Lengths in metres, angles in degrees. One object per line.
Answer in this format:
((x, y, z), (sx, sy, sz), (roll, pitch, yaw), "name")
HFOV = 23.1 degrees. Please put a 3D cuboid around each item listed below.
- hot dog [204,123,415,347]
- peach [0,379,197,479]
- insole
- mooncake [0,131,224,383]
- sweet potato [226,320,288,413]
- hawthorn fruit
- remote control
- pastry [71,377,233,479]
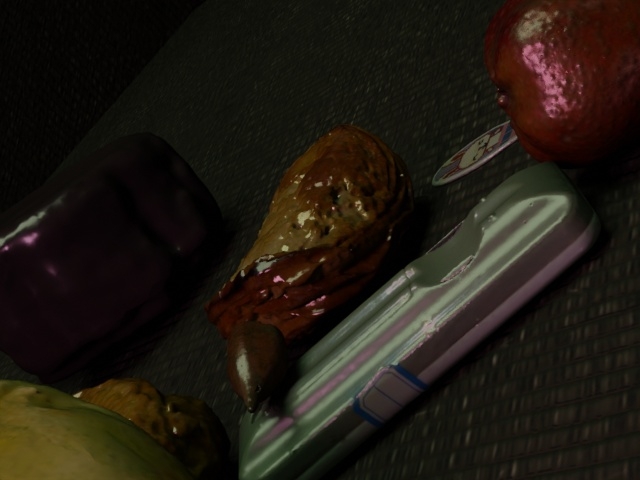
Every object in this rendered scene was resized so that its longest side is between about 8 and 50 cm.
((0.001, 0.003, 1.441), (0.175, 0.114, 0.259), (-37, 15, 39), "hot dog")
((-0.199, 0.253, 0.942), (0.316, 0.314, 0.281), (-4, 11, 21), "peach")
((0.174, -0.099, 1.461), (0.197, 0.004, 0.065), (-32, 20, 39), "insole")
((-0.298, 0.019, 1.945), (0.350, 0.212, 0.381), (-40, 13, -3), "mooncake")
((-0.049, 0.100, 1.192), (0.049, 0.049, 0.117), (-39, 19, 17), "sweet potato")
((0.234, -0.147, 1.221), (0.203, 0.162, 0.162), (-24, 18, 5), "hawthorn fruit")
((0.065, 0.067, 1.197), (0.335, 0.065, 0.128), (-42, 13, 10), "remote control")
((-0.176, 0.223, 1.287), (0.240, 0.132, 0.235), (-47, 26, -17), "pastry")
